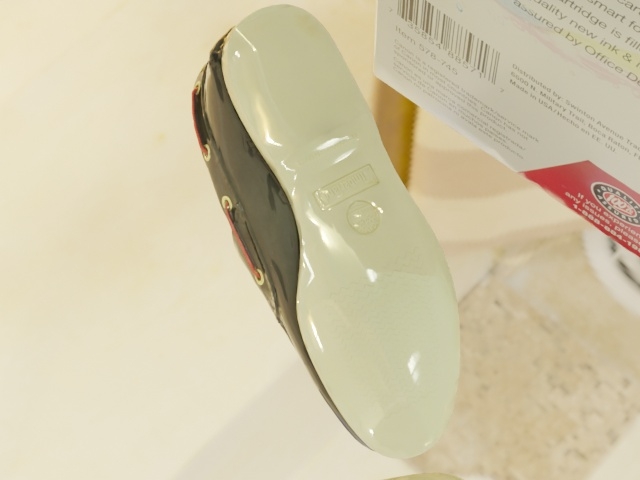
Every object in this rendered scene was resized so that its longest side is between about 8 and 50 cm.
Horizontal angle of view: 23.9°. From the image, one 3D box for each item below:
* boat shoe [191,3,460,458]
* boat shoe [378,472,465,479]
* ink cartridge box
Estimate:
[{"bbox_3d":[0.002,-0.001,0.435,0.042,0.049,0.133,-30,80,64],"label":"boat shoe"},{"bbox_3d":[-0.036,0.210,0.809,0.103,0.302,0.113,-123,19,-58],"label":"boat shoe"},{"bbox_3d":[0.101,-0.099,0.420,0.128,0.127,0.176,37,162,16],"label":"ink cartridge box"}]
